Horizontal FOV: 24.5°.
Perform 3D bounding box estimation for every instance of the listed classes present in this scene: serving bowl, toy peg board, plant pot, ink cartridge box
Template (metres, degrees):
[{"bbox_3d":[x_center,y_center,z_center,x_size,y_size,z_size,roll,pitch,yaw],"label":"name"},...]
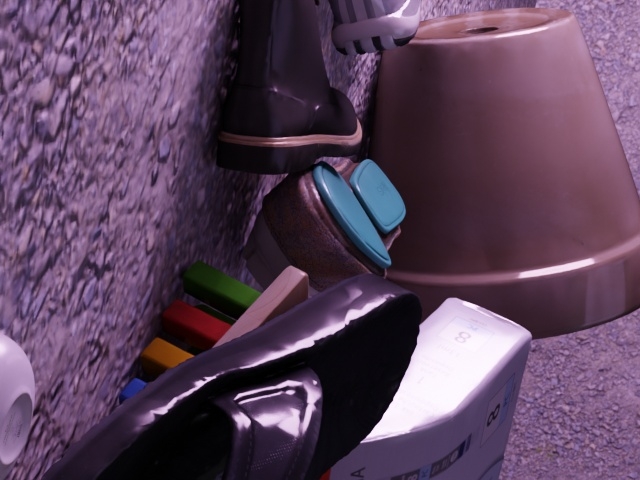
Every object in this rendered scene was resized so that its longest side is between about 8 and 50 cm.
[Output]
[{"bbox_3d":[-0.155,0.085,0.690,0.083,0.027,0.083,14,90,-79],"label":"serving bowl"},{"bbox_3d":[-0.084,0.108,0.982,0.160,0.079,0.161,-47,152,-36],"label":"toy peg board"},{"bbox_3d":[0.171,-0.079,1.480,0.323,0.323,0.280,-49,133,-66],"label":"plant pot"},{"bbox_3d":[0.028,0.264,1.173,0.385,0.091,0.308,-40,146,-48],"label":"ink cartridge box"}]

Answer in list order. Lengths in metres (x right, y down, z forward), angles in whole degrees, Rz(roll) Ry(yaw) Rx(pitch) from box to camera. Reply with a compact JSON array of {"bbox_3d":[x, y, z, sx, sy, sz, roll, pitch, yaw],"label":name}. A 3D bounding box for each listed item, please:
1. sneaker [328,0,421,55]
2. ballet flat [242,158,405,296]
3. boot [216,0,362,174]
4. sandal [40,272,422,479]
[{"bbox_3d":[0.038,-0.242,1.115,0.228,0.086,0.132,-85,161,-59],"label":"sneaker"},{"bbox_3d":[0.000,0.000,1.143,0.106,0.107,0.316,-33,176,11],"label":"ballet flat"},{"bbox_3d":[-0.010,-0.128,1.038,0.198,0.077,0.137,-42,139,-72],"label":"boot"},{"bbox_3d":[-0.043,0.143,0.861,0.446,0.107,0.167,-34,143,-48],"label":"sandal"}]
